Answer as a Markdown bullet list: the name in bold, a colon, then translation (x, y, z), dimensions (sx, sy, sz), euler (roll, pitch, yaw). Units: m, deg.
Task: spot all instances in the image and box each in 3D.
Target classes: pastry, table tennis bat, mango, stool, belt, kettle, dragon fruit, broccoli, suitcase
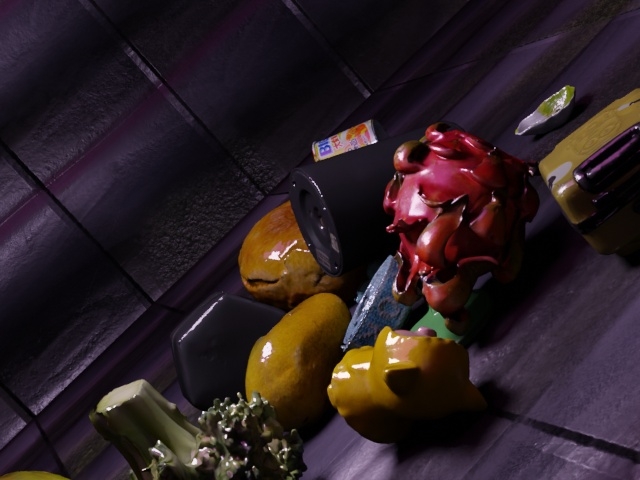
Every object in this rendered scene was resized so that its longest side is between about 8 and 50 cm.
- **pastry**: translation (0.000, 0.000, 2.398), dimensions (0.356, 0.164, 0.356), euler (-25, 29, 15)
- **table tennis bat**: translation (0.185, 0.115, 1.856), dimensions (0.160, 0.039, 0.257), euler (-35, 17, 10)
- **mango**: translation (-0.026, 0.192, 1.978), dimensions (0.130, 0.167, 0.262), euler (-12, 25, 39)
- **stool**: translation (-0.151, 0.205, 2.169), dimensions (0.232, 0.232, 0.141), euler (-44, 11, -12)
- **belt**: translation (0.104, 0.110, 1.956), dimensions (0.163, 0.082, 0.147), euler (-60, 1, 6)
- **kettle**: translation (0.114, -0.080, 2.205), dimensions (0.308, 0.203, 0.262), euler (-22, 1, -17)
- **dragon fruit**: translation (0.196, -0.031, 1.783), dimensions (0.307, 0.227, 0.243), euler (-60, -20, -65)
- **broccoli**: translation (-0.160, 0.329, 1.658), dimensions (0.277, 0.317, 0.338), euler (-33, 38, 8)
- **suitcase**: translation (0.403, -0.088, 1.622), dimensions (0.194, 0.143, 0.235), euler (-38, 12, 13)

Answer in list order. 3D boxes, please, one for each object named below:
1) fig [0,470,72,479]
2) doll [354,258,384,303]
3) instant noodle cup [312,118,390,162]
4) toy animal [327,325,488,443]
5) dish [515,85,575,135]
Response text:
- **fig**: translation (-0.435, 0.496, 1.967), dimensions (0.326, 0.258, 0.258), euler (-10, 29, 37)
- **doll**: translation (0.126, 0.062, 2.161), dimensions (0.159, 0.059, 0.158), euler (-43, 14, 2)
- **instant noodle cup**: translation (0.096, -0.170, 2.795), dimensions (0.153, 0.205, 0.205), euler (-27, 16, 17)
- **toy animal**: translation (0.099, 0.189, 1.596), dimensions (0.156, 0.156, 0.230), euler (-49, 11, -31)
- **dish**: translation (0.427, -0.228, 2.284), dimensions (0.137, 0.039, 0.091), euler (-36, 18, 28)
